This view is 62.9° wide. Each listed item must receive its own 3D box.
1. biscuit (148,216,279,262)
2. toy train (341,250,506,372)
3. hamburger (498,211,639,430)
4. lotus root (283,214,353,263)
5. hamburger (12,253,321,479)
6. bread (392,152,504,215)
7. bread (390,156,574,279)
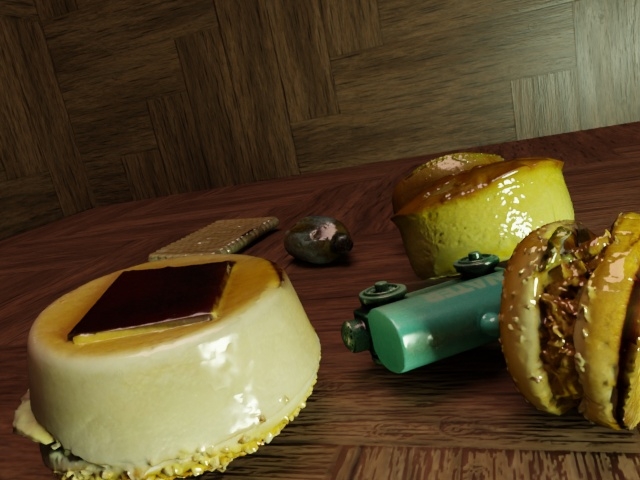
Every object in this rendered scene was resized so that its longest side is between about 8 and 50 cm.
[{"bbox_3d":[-0.265,0.001,1.359,0.217,0.044,0.325,-4,16,25],"label":"biscuit"},{"bbox_3d":[0.152,0.081,0.586,0.248,0.101,0.159,-15,6,-16],"label":"toy train"},{"bbox_3d":[0.235,0.063,0.461,0.118,0.182,0.191,13,24,41],"label":"hamburger"},{"bbox_3d":[0.000,0.000,1.074,0.113,0.088,0.192,-38,26,-26],"label":"lotus root"},{"bbox_3d":[-0.145,0.125,0.545,0.302,0.170,0.302,-7,17,2],"label":"hamburger"},{"bbox_3d":[0.256,-0.085,1.006,0.236,0.070,0.236,-6,-24,-3],"label":"bread"},{"bbox_3d":[0.247,-0.038,0.806,0.270,0.148,0.270,-17,-3,-1],"label":"bread"}]
